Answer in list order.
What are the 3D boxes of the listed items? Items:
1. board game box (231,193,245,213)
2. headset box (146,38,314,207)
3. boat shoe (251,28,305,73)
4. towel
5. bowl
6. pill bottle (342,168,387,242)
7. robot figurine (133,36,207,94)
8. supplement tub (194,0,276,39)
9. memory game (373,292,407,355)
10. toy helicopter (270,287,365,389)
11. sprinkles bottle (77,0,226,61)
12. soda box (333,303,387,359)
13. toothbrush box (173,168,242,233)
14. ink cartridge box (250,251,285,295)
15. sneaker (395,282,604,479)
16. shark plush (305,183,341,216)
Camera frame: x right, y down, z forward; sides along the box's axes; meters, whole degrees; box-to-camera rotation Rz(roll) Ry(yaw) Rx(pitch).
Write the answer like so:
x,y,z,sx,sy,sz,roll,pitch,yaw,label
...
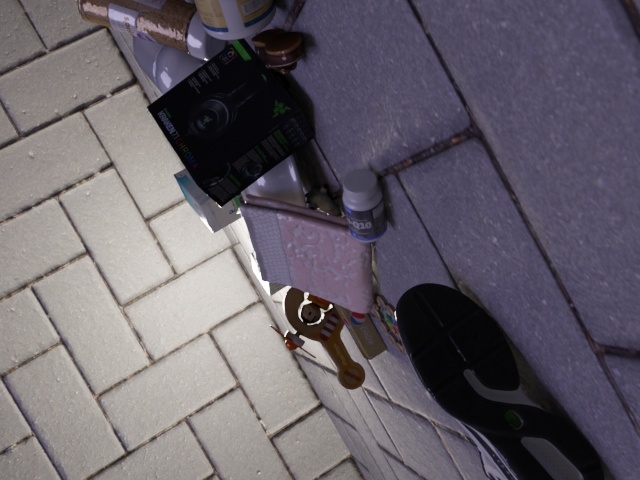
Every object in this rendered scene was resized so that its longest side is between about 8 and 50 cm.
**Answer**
x,y,z,sx,sy,sz,roll,pitch,yaw,label
-0.270,-0.203,2.028,0.260,0.030,0.136,68,163,-6,board game box
-0.185,-0.263,1.535,0.246,0.283,0.131,55,-178,24,headset box
-0.072,-0.356,1.348,0.073,0.073,0.207,65,173,-27,boat shoe
-0.025,0.039,1.694,0.316,0.053,0.332,16,147,16,towel
-0.142,-0.177,1.718,0.298,0.134,0.298,161,90,-83,bowl
0.084,-0.067,1.362,0.078,0.078,0.137,49,163,39,pill bottle
-0.370,-0.484,1.881,0.353,0.199,0.300,48,159,41,robot figurine
-0.170,-0.481,1.268,0.144,0.144,0.200,48,162,42,supplement tub
0.178,0.212,1.761,0.186,0.012,0.186,55,165,21,memory game
0.007,0.285,2.064,0.355,0.234,0.140,60,167,-1,toy helicopter
-0.400,-0.536,1.690,0.355,0.121,0.121,20,155,13,sprinkles bottle
0.110,0.238,1.959,0.181,0.061,0.058,61,166,-4,soda box
-0.345,-0.177,2.420,0.295,0.216,0.126,44,160,52,toothbrush box
-0.160,0.094,2.507,0.127,0.128,0.176,56,167,15,ink cartridge box
0.272,0.296,1.247,0.448,0.169,0.257,53,164,18,sneaker
-0.004,-0.089,1.706,0.067,0.073,0.161,31,171,-22,shark plush
